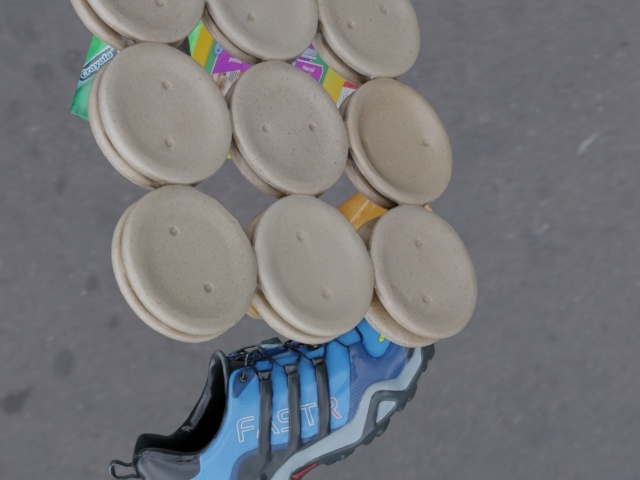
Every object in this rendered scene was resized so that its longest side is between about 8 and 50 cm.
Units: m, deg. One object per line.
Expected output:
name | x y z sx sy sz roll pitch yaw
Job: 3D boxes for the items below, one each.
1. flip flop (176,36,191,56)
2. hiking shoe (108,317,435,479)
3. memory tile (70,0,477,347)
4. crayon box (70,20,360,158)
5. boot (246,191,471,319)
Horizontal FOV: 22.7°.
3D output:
flip flop | -0.128 -0.146 0.451 0.080 0.112 0.277 -37 114 5
hiking shoe | -0.023 0.123 1.320 0.304 0.113 0.132 -47 111 -15
memory tile | -0.014 -0.044 0.409 0.012 0.113 0.148 -30 66 46
crayon box | -0.049 -0.146 1.158 0.081 0.278 0.165 23 99 25
boot | 0.001 0.001 1.683 0.295 0.104 0.211 38 92 -20
